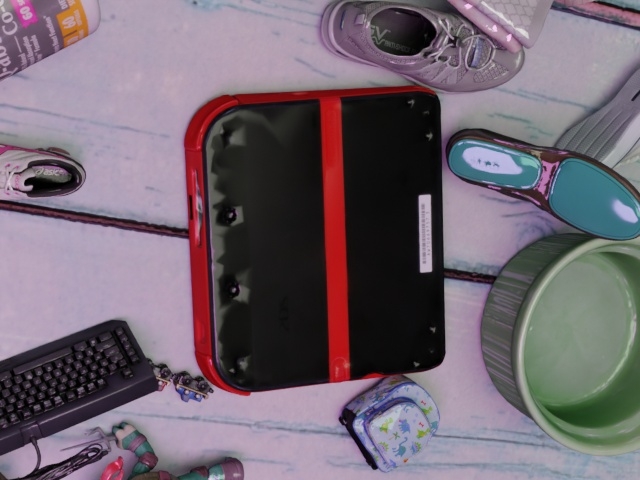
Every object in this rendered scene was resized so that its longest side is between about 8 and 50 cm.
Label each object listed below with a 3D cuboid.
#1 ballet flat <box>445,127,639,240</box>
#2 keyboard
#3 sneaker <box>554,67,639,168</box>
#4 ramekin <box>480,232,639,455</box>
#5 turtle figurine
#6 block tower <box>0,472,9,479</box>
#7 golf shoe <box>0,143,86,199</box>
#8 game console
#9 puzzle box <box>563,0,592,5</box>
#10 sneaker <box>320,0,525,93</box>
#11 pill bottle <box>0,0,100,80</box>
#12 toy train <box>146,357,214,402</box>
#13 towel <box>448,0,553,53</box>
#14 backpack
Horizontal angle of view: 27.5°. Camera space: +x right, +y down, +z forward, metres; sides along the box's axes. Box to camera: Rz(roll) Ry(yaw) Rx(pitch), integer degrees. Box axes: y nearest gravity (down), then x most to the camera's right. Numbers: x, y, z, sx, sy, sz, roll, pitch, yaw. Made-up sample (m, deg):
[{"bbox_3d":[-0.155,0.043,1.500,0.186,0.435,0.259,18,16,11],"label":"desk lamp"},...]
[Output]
[{"bbox_3d":[0.303,-0.087,1.719,0.280,0.096,0.095,24,112,9],"label":"ballet flat"},{"bbox_3d":[-0.343,0.211,1.522,0.317,0.201,0.033,-22,143,-17],"label":"keyboard"},{"bbox_3d":[0.421,-0.141,1.812,0.258,0.094,0.091,-42,130,-2],"label":"sneaker"},{"bbox_3d":[0.369,0.131,1.798,0.303,0.148,0.303,-3,99,-21],"label":"ramekin"},{"bbox_3d":[-0.210,0.325,1.624,0.234,0.118,0.175,8,95,-28],"label":"turtle figurine"},{"bbox_3d":[-0.339,0.399,1.593,0.091,0.097,0.335,-44,112,-10],"label":"block tower"},{"bbox_3d":[-0.366,-0.080,1.517,0.186,0.086,0.067,-4,100,-19],"label":"golf shoe"},{"bbox_3d":[0.000,0.000,1.689,0.342,0.060,0.386,-6,100,-22],"label":"game console"},{"bbox_3d":[0.420,-0.513,1.724,0.409,0.052,0.272,-34,108,-30],"label":"puzzle box"},{"bbox_3d":[0.145,-0.245,1.675,0.281,0.115,0.105,5,96,-22],"label":"sneaker"},{"bbox_3d":[-0.397,-0.243,1.440,0.278,0.162,0.162,-31,107,-14],"label":"pill bottle"},{"bbox_3d":[-0.208,0.172,1.645,0.158,0.027,0.036,22,93,-22],"label":"toy train"},{"bbox_3d":[0.217,-0.455,1.667,0.317,0.053,0.332,37,68,-22],"label":"towel"},{"bbox_3d":[0.101,0.243,1.745,0.114,0.084,0.105,-37,111,-15],"label":"backpack"}]
